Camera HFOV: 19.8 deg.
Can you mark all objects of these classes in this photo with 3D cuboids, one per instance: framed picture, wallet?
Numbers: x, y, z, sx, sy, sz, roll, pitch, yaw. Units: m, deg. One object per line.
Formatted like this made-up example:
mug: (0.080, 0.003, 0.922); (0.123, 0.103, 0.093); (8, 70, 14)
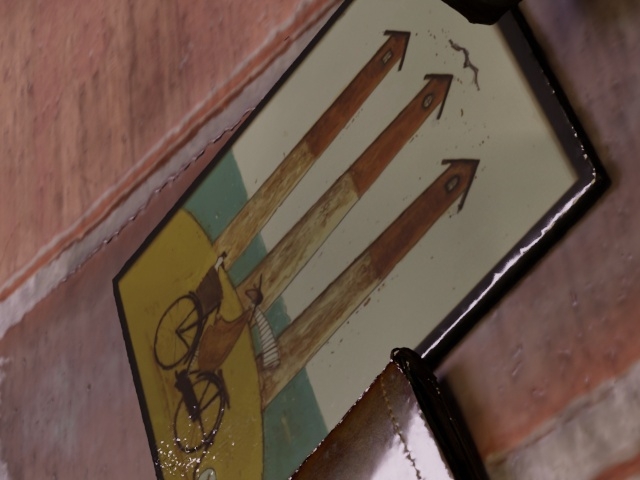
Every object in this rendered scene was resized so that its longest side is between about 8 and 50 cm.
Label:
framed picture: (0.000, 0.000, 0.962); (0.324, 0.013, 0.244); (-49, 39, 26)
wallet: (-0.014, 0.180, 0.861); (0.255, 0.031, 0.137); (-49, 40, 27)

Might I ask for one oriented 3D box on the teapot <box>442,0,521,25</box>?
teapot: (0.055, -0.235, 0.870); (0.173, 0.183, 0.269); (-21, 56, 46)
